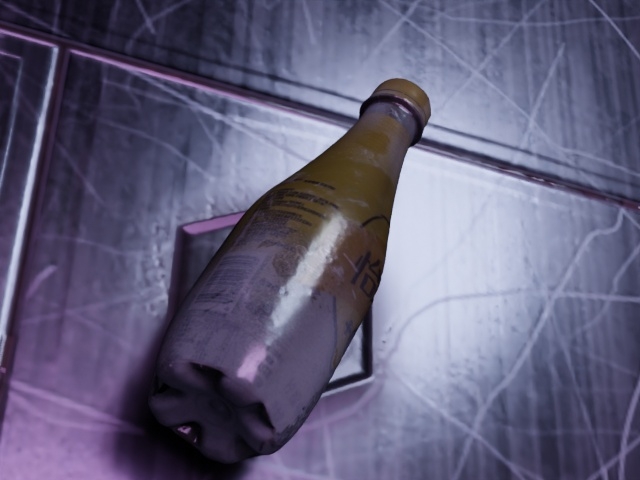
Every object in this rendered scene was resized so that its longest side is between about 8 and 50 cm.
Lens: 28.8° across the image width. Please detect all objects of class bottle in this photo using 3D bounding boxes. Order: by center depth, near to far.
[{"bbox_3d":[0.000,0.000,0.664,0.083,0.083,0.269,35,46,-2],"label":"bottle"}]
